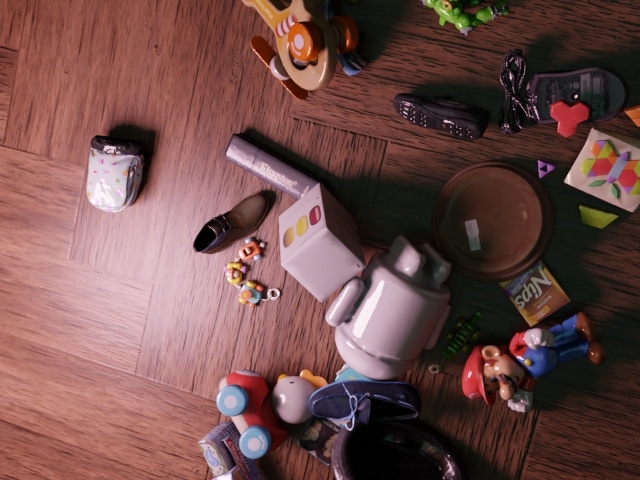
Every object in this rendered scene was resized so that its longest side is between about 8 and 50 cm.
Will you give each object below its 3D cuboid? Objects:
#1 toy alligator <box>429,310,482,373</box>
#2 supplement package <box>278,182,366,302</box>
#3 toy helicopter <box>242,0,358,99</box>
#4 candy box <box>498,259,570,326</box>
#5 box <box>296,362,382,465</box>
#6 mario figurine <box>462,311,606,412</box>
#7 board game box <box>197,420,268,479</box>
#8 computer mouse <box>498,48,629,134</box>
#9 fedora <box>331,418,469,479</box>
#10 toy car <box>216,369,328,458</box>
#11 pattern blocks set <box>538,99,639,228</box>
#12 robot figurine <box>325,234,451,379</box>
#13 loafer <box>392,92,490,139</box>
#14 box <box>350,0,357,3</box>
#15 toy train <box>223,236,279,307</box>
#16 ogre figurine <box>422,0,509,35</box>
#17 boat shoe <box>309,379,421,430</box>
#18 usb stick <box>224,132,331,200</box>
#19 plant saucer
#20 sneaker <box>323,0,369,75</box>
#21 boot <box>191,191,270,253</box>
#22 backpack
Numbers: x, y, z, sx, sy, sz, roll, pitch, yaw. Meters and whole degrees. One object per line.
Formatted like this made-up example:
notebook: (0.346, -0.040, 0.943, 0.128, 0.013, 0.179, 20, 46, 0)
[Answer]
toy alligator: (0.314, 0.244, 1.923, 0.056, 0.051, 0.189, 38, 104, 8)
supplement package: (0.000, 0.000, 1.859, 0.139, 0.244, 0.134, -40, 113, 14)
toy helicopter: (-0.084, -0.482, 1.899, 0.355, 0.140, 0.235, 52, 141, 23)
candy box: (0.466, 0.088, 1.868, 0.109, 0.053, 0.186, -37, 88, 15)
box: (0.046, 0.416, 2.005, 0.100, 0.060, 0.244, 32, 102, 9)
mario figurine: (0.470, 0.289, 1.831, 0.321, 0.170, 0.198, -24, 92, 14)
board game box: (-0.219, 0.556, 2.018, 0.060, 0.194, 0.194, -25, 90, 15)
computer mouse: (0.532, -0.322, 1.800, 0.272, 0.072, 0.188, 6, 103, 24)
fedora: (0.172, 0.563, 1.916, 0.334, 0.334, 0.152, 28, 132, 10)
toy car: (-0.099, 0.374, 1.972, 0.238, 0.219, 0.210, -29, 88, 1)
pattern blocks set: (0.632, -0.156, 1.767, 0.325, 0.026, 0.285, 10, 117, 8)
robot figurine: (0.161, 0.168, 1.870, 0.300, 0.200, 0.353, 19, 108, -25)
loafer: (0.273, -0.293, 1.869, 0.223, 0.076, 0.078, 20, 65, 18)
box: (0.092, -0.660, 1.861, 0.058, 0.087, 0.232, 24, 103, 13)
toy train: (-0.174, 0.084, 2.030, 0.125, 0.046, 0.166, -24, 90, 16)
ogre figurine: (0.308, -0.533, 1.820, 0.197, 0.097, 0.118, 41, 86, -9)
boat shoe: (0.105, 0.373, 1.895, 0.258, 0.089, 0.109, -8, 121, -1)
usb stick: (-0.105, -0.168, 1.985, 0.278, 0.045, 0.077, 30, 104, 9)
plant saucer: (0.380, -0.045, 1.847, 0.278, 0.041, 0.277, -2, 84, 22)
sneaker: (0.058, -0.478, 1.906, 0.078, 0.067, 0.188, -23, 92, 2)
boot: (-0.217, -0.035, 1.996, 0.219, 0.106, 0.082, -41, 86, 15)
backpack: (-0.516, -0.163, 2.054, 0.152, 0.115, 0.182, 11, 101, 10)
